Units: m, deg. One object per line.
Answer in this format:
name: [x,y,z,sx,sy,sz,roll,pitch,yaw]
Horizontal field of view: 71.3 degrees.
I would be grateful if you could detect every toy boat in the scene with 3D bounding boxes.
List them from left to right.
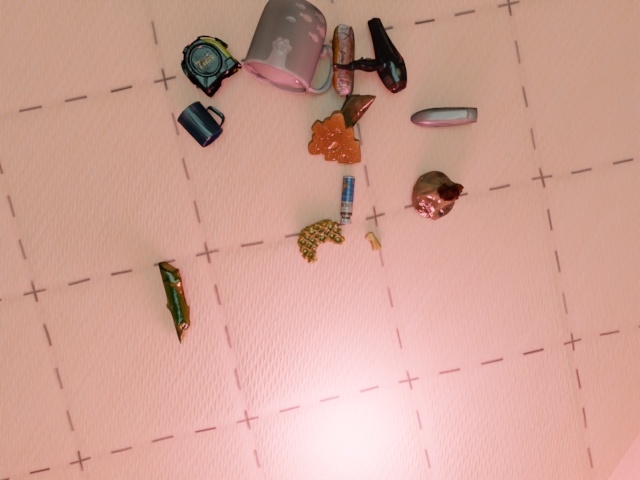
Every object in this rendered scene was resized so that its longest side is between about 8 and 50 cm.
toy boat: [0.492,-0.492,1.785,0.260,0.085,0.078,-1,94,8]

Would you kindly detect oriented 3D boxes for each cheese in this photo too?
cheese: [0.213,0.005,1.824,0.044,0.030,0.083,-37,101,-6]

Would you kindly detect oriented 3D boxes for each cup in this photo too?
cup: [-0.447,-0.455,1.718,0.150,0.113,0.138,-42,97,2]
cup: [-0.081,-0.710,1.670,0.356,0.259,0.275,17,93,-35]

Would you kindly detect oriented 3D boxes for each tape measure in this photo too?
tape measure: [-0.426,-0.676,1.706,0.199,0.112,0.186,-43,102,-5]

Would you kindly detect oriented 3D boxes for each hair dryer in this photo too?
hair dryer: [0.167,-0.693,1.667,0.359,0.120,0.304,-20,90,-37]

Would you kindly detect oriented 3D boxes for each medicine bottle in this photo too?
medicine bottle: [0.109,-0.163,1.797,0.051,0.051,0.191,3,94,-3]

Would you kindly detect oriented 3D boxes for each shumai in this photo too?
shumai: [0.469,-0.180,1.780,0.201,0.120,0.202,0,95,-6]

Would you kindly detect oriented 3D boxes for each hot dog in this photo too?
hot dog: [0.086,-0.691,1.709,0.075,0.144,0.268,3,87,20]

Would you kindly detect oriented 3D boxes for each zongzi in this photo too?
zongzi: [0.131,-0.471,1.716,0.081,0.178,0.189,21,94,-30]

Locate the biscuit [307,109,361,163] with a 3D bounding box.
biscuit: [0.067,-0.385,1.755,0.238,0.041,0.212,36,119,-13]

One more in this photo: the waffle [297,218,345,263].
waffle: [-0.001,0.000,1.804,0.193,0.051,0.149,-22,95,-6]

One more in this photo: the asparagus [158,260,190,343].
asparagus: [-0.571,0.247,1.780,0.084,0.082,0.344,-13,96,-6]
